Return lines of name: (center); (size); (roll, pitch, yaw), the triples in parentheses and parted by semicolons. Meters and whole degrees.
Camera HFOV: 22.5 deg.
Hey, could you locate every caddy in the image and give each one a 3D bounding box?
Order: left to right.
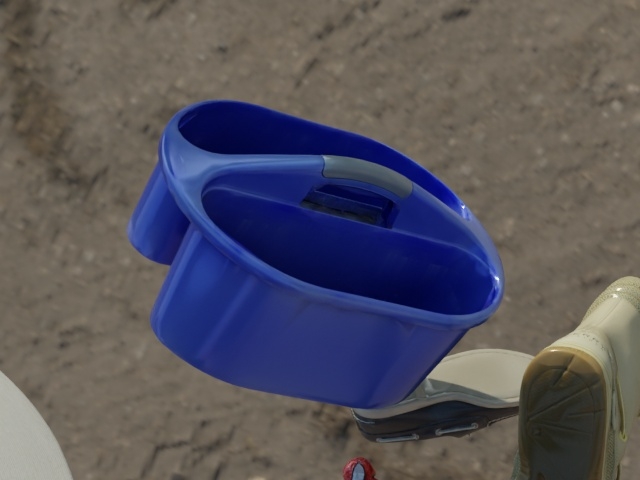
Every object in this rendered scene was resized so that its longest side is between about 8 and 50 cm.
caddy: (0.000, 0.000, 1.390); (0.179, 0.341, 0.241); (-56, 37, 31)

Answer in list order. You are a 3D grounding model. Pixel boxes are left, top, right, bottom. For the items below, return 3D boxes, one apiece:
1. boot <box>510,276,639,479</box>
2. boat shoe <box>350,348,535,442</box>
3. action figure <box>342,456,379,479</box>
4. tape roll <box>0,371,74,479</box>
boot: (0.225, 0.176, 1.370); (0.095, 0.203, 0.262); (12, 114, 23)
boat shoe: (0.132, 0.157, 1.566); (0.206, 0.065, 0.075); (-7, 40, -1)
action figure: (0.071, 0.316, 1.432); (0.280, 0.139, 0.091); (59, 135, 27)
tape roll: (-0.368, 0.200, 1.190); (0.072, 0.392, 0.392); (-57, 46, 35)
